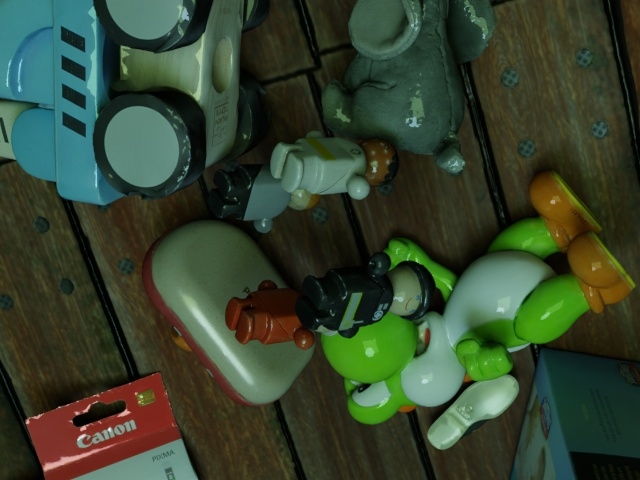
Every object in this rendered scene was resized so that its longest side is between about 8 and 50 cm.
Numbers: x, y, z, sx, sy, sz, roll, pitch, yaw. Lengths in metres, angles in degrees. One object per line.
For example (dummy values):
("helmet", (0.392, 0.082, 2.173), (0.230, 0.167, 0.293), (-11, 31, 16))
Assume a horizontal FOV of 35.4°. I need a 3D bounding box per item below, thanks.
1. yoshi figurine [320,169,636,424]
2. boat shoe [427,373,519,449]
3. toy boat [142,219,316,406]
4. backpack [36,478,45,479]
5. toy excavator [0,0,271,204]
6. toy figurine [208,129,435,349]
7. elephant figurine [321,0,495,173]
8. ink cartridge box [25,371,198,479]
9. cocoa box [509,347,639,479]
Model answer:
("yoshi figurine", (0.146, 0.074, 1.122), (0.362, 0.203, 0.203), (-38, 86, 18))
("boat shoe", (0.188, 0.206, 1.232), (0.133, 0.042, 0.049), (-42, 81, 17))
("toy boat", (-0.125, 0.090, 1.183), (0.151, 0.151, 0.231), (-23, 108, 42))
("backpack", (-0.380, 0.372, 1.311), (0.120, 0.098, 0.101), (-27, 134, 13))
("toy excavator", (-0.297, -0.143, 1.089), (0.445, 0.222, 0.433), (11, 111, 16))
("toy figurine", (0.000, 0.000, 1.012), (0.148, 0.213, 0.210), (-5, 80, -35))
("elephant figurine", (0.087, -0.222, 1.022), (0.185, 0.169, 0.240), (14, 114, 6))
("ink cartridge box", (-0.250, 0.302, 1.264), (0.181, 0.056, 0.225), (-19, 110, -14))
("cocoa box", (0.342, 0.303, 1.088), (0.227, 0.347, 0.232), (9, 110, 2))
